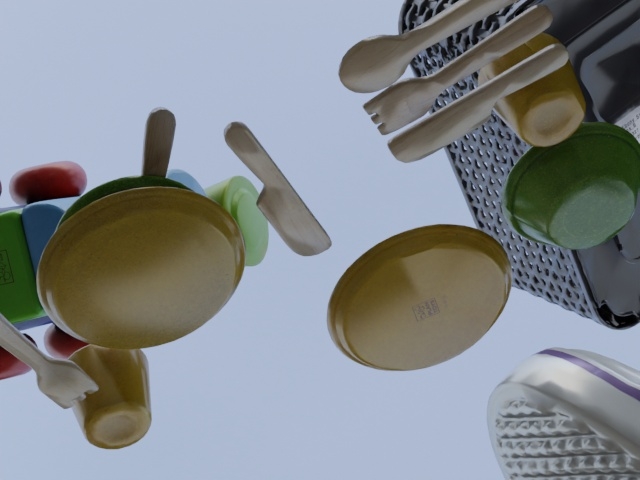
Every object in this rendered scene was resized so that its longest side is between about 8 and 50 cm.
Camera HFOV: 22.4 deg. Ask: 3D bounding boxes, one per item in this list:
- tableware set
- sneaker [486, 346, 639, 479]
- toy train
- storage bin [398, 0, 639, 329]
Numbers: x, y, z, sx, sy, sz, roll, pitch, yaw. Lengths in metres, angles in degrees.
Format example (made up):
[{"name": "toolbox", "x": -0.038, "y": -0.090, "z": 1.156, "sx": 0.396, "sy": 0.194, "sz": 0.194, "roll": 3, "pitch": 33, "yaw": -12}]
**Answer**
[{"name": "tableware set", "x": 0.000, "y": 0.000, "z": 0.386, "sx": 0.154, "sy": 0.104, "sz": 0.024, "roll": -31, "pitch": -137, "yaw": 8}, {"name": "sneaker", "x": 0.208, "y": 0.105, "z": 0.612, "sx": 0.282, "sy": 0.102, "sz": 0.161, "roll": 35, "pitch": -124, "yaw": 13}, {"name": "toy train", "x": -0.089, "y": 0.000, "z": 0.853, "sx": 0.143, "sy": 0.248, "sz": 0.105, "roll": -12, "pitch": -90, "yaw": 21}, {"name": "storage bin", "x": 0.131, "y": -0.062, "z": 0.787, "sx": 0.122, "sy": 0.180, "sz": 0.084, "roll": -36, "pitch": -151, "yaw": -19}]
